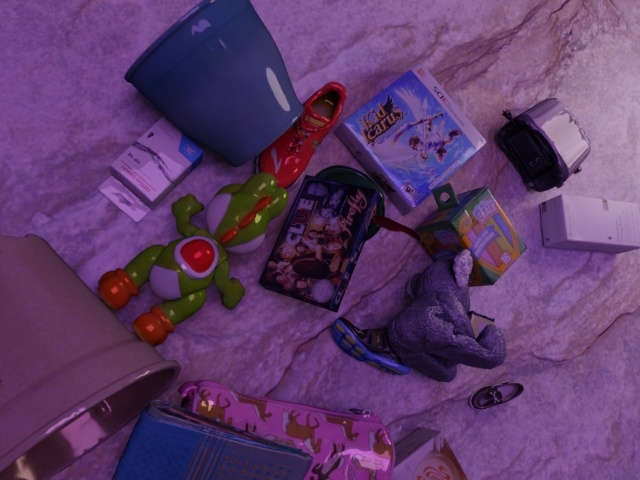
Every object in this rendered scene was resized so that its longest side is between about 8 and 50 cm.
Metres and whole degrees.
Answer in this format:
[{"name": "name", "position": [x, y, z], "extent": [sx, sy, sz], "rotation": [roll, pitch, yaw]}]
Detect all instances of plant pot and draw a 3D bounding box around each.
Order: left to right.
[{"name": "plant pot", "position": [-0.435, 0.168, 0.840], "extent": [0.333, 0.334, 0.305], "rotation": [-34, 78, -23]}, {"name": "plant pot", "position": [-0.175, -0.288, 1.058], "extent": [0.272, 0.271, 0.255], "rotation": [-47, 108, -22]}]

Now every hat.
[{"name": "hat", "position": [0.094, -0.092, 1.131], "extent": [0.208, 0.183, 0.173], "rotation": [25, 70, -11]}]

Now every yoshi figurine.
[{"name": "yoshi figurine", "position": [-0.214, 0.016, 1.038], "extent": [0.362, 0.204, 0.203], "rotation": [-41, 51, -9]}]

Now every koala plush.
[{"name": "koala plush", "position": [0.236, 0.130, 1.106], "extent": [0.203, 0.196, 0.221], "rotation": [28, 55, -19]}]

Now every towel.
[{"name": "towel", "position": [-0.209, 0.441, 0.884], "extent": [0.271, 0.040, 0.370], "rotation": [23, 104, -12]}]

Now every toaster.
[{"name": "toaster", "position": [0.534, -0.240, 1.349], "extent": [0.146, 0.129, 0.227], "rotation": [-34, 87, -26]}]

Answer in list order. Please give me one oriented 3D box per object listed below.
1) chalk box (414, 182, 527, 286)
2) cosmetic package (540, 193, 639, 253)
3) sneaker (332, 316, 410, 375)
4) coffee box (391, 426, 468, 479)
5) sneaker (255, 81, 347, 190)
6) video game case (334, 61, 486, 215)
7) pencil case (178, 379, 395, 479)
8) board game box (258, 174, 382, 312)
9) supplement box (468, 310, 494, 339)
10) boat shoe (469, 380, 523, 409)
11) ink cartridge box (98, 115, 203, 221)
[{"name": "chalk box", "position": [0.306, -0.022, 1.199], "extent": [0.132, 0.132, 0.213], "rotation": [-41, 99, -23]}, {"name": "cosmetic package", "position": [0.656, -0.037, 1.362], "extent": [0.230, 0.085, 0.118], "rotation": [4, 75, -19]}, {"name": "sneaker", "position": [0.104, 0.205, 1.133], "extent": [0.188, 0.067, 0.078], "rotation": [30, 58, -13]}, {"name": "coffee box", "position": [0.218, 0.506, 1.073], "extent": [0.141, 0.098, 0.247], "rotation": [-27, 87, -22]}, {"name": "sneaker", "position": [-0.038, -0.224, 1.154], "extent": [0.107, 0.118, 0.279], "rotation": [34, 69, -8]}, {"name": "video game case", "position": [0.208, -0.234, 1.271], "extent": [0.269, 0.061, 0.244], "rotation": [-41, 91, -22]}, {"name": "pencil case", "position": [-0.070, 0.356, 0.983], "extent": [0.385, 0.160, 0.167], "rotation": [14, 47, -14]}, {"name": "board game box", "position": [0.000, 0.000, 1.092], "extent": [0.165, 0.042, 0.243], "rotation": [15, 74, 28]}, {"name": "supplement box", "position": [0.315, 0.200, 1.188], "extent": [0.056, 0.083, 0.083], "rotation": [21, 71, -12]}, {"name": "boat shoe", "position": [0.378, 0.331, 1.203], "extent": [0.125, 0.038, 0.046], "rotation": [-9, 80, -21]}, {"name": "ink cartridge box", "position": [-0.321, -0.134, 1.067], "extent": [0.104, 0.060, 0.180], "rotation": [42, 68, -6]}]
